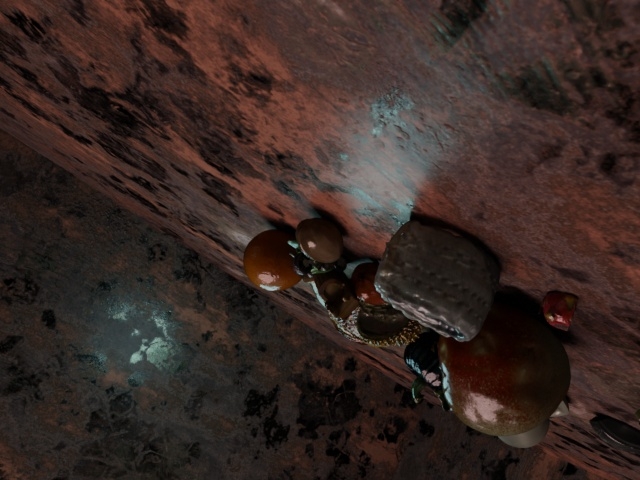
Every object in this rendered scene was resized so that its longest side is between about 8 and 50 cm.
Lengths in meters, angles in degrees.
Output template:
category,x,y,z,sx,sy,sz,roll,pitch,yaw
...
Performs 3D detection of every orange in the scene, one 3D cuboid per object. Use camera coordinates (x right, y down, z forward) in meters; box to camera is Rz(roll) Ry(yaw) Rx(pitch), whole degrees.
category,x,y,z,sx,sy,sz,roll,pitch,yaw
orange,-0.137,0.062,1.518,0.205,0.206,0.206,27,165,8

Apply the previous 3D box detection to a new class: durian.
category,x,y,z,sx,sy,sz,roll,pitch,yaw
durian,0.202,0.218,1.401,0.137,0.194,0.237,31,174,-41

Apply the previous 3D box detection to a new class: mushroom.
category,x,y,z,sx,sy,sz,roll,pitch,yaw
mushroom,0.022,0.188,1.843,0.116,0.093,0.225,-17,124,47

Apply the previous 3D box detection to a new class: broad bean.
category,x,y,z,sx,sy,sz,roll,pitch,yaw
broad bean,0.143,0.352,2.067,0.228,0.122,0.156,34,-169,6

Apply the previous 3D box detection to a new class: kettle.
category,x,y,z,sx,sy,sz,roll,pitch,yaw
kettle,0.673,0.574,1.655,0.264,0.205,0.318,19,159,42

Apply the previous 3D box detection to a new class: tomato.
category,x,y,z,sx,sy,sz,roll,pitch,yaw
tomato,0.412,0.276,1.100,0.303,0.304,0.238,38,147,-29

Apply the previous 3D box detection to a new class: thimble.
category,x,y,z,sx,sy,sz,roll,pitch,yaw
thimble,0.221,0.082,0.958,0.250,0.172,0.204,34,166,-21

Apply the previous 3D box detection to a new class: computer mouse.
category,x,y,z,sx,sy,sz,roll,pitch,yaw
computer mouse,0.962,0.629,1.539,0.231,0.071,0.126,26,164,13

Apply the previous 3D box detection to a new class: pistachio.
category,x,y,z,sx,sy,sz,roll,pitch,yaw
pistachio,0.000,0.000,1.223,0.113,0.113,0.149,12,155,49

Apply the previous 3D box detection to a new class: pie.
category,x,y,z,sx,sy,sz,roll,pitch,yaw
pie,0.158,0.278,1.721,0.308,0.085,0.308,25,143,20

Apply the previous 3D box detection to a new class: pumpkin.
category,x,y,z,sx,sy,sz,roll,pitch,yaw
pumpkin,0.388,0.450,1.694,0.247,0.248,0.248,27,165,8

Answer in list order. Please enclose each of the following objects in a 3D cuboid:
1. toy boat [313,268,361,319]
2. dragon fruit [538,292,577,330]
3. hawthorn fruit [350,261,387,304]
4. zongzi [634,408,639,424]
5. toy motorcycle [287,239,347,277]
category,x,y,z,sx,sy,sz,roll,pitch,yaw
toy boat,0.034,0.125,1.411,0.115,0.089,0.310,37,-168,-21
dragon fruit,0.449,0.135,0.929,0.060,0.056,0.083,21,164,26
hawthorn fruit,0.144,0.116,1.327,0.128,0.128,0.128,27,165,8
zongzi,0.847,0.448,1.141,0.194,0.099,0.197,23,174,26
toy motorcycle,-0.003,0.039,1.320,0.190,0.106,0.074,-1,162,-42
